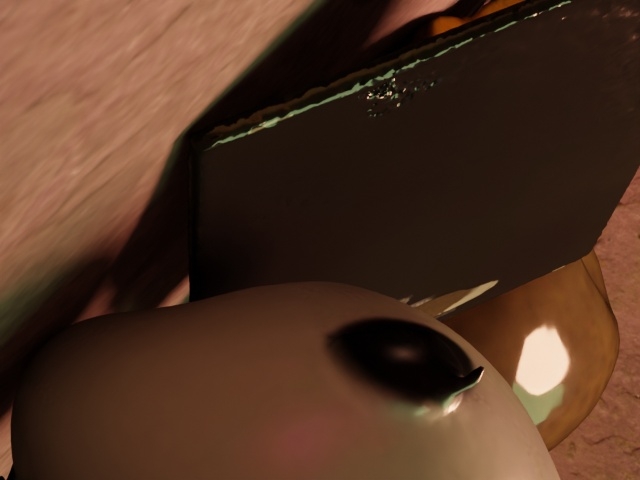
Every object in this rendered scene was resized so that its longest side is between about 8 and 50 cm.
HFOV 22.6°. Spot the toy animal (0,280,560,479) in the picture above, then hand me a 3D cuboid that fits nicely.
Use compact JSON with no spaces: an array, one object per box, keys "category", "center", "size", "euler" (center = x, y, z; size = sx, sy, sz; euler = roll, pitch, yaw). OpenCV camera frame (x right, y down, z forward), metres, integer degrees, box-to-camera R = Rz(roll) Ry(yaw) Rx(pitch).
[{"category":"toy animal","center":[-0.040,0.159,0.633],"size":[0.310,0.251,0.251],"euler":[-43,175,-3]}]

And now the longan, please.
[{"category":"longan","center":[0.131,0.076,1.456],"size":[0.288,0.288,0.350],"euler":[-49,-176,26]}]

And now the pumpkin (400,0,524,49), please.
[{"category":"pumpkin","center":[0.061,-0.040,0.893],"size":[0.258,0.095,0.290],"euler":[-35,166,-41]}]

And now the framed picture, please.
[{"category":"framed picture","center":[0.053,-0.015,0.715],"size":[0.244,0.013,0.324],"euler":[-23,160,-14]}]
